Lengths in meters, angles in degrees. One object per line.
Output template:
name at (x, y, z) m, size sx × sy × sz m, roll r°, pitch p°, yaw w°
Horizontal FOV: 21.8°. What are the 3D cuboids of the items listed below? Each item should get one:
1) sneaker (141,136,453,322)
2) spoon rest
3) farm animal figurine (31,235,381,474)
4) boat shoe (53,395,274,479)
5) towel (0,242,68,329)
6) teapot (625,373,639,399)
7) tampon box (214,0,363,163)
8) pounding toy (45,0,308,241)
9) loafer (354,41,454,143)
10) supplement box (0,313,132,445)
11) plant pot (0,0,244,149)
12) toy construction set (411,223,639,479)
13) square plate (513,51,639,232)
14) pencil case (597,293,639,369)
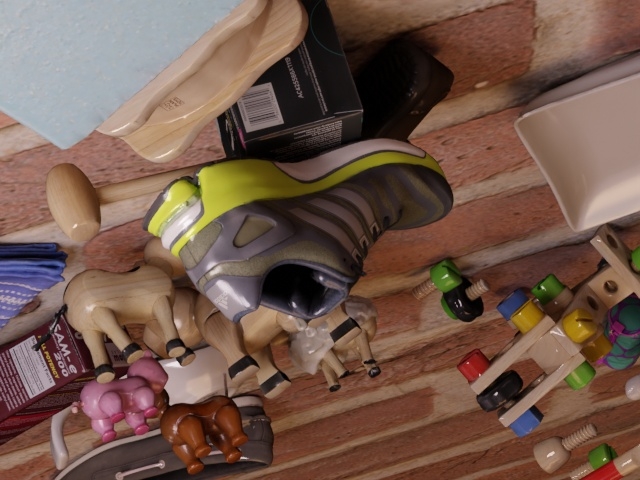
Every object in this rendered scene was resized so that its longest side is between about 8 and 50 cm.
sneaker at (0.000, 0.000, 1.324) m, size 0.300 × 0.121 × 0.111 m, roll -12°, pitch 157°, yaw -41°
spoon rest at (-0.206, 0.182, 2.006) m, size 0.276 × 0.084 × 0.137 m, roll -22°, pitch 161°, yaw -22°
farm animal figurine at (-0.114, 0.078, 1.722) m, size 0.327 × 0.172 × 0.330 m, roll -28°, pitch 149°, yaw -4°
boat shoe at (-0.215, 0.309, 2.234) m, size 0.335 × 0.095 × 0.112 m, roll -24°, pitch 156°, yaw 18°
towel at (-0.426, 0.096, 1.664) m, size 0.243 × 0.040 × 0.336 m, roll -2°, pitch 153°, yaw -41°
teapot at (0.558, 0.113, 2.199) m, size 0.256 × 0.252 × 0.187 m, roll 6°, pitch -173°, yaw -5°
tampon box at (-0.031, -0.107, 1.393) m, size 0.102 × 0.120 × 0.161 m, roll -15°, pitch 157°, yaw -8°
pounding toy at (-0.124, -0.136, 1.260) m, size 0.269 × 0.154 × 0.155 m, roll -42°, pitch 152°, yaw 9°
loafer at (0.045, -0.095, 1.520) m, size 0.078 × 0.080 × 0.220 m, roll 6°, pitch 148°, yaw -41°
supplement box at (-0.329, 0.161, 1.806) m, size 0.239 × 0.073 × 0.130 m, roll -29°, pitch 169°, yaw 18°
plant pot at (-0.164, -0.245, 0.865) m, size 0.252 × 0.247 × 0.247 m, roll 25°, pitch 136°, yaw -35°
toy construction set at (0.316, 0.127, 1.957) m, size 0.237 × 0.308 × 0.257 m, roll -35°, pitch 159°, yaw 27°
square plate at (0.386, -0.136, 1.698) m, size 0.344 × 0.049 × 0.347 m, roll -21°, pitch 156°, yaw 11°
pencil case at (0.417, 0.127, 2.286) m, size 0.070 × 0.064 × 0.151 m, roll -30°, pitch 158°, yaw -10°
